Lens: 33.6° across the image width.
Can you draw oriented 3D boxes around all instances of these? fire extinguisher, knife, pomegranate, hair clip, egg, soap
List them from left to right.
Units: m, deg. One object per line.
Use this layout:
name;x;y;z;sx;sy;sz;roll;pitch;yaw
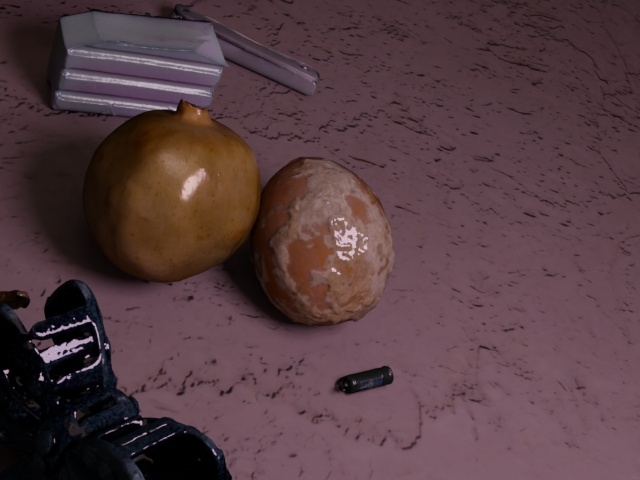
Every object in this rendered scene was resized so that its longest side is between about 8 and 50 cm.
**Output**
hair clip;-0.235;0.198;1.080;0.194;0.206;0.310;-16;54;-44
soap;-0.263;-0.253;1.528;0.231;0.145;0.091;4;48;-26
pomegranate;-0.189;-0.058;1.343;0.233;0.233;0.233;14;45;-15
knife;-0.122;-0.315;1.736;0.266;0.040;0.073;26;32;-3
egg;0.000;0.000;1.398;0.195;0.195;0.233;-9;67;-33
fire extinguisher;0.053;0.181;1.374;0.083;0.025;0.038;-9;17;-34

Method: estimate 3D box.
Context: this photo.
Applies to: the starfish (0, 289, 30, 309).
starfish;-0.411;0.074;1.195;0.146;0.074;0.190;-13;56;-33
